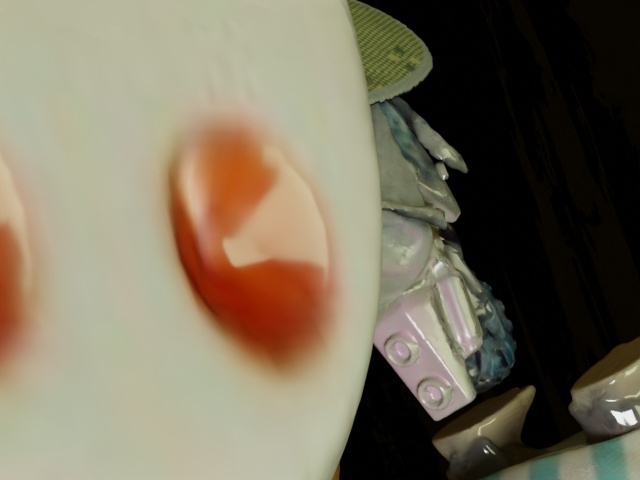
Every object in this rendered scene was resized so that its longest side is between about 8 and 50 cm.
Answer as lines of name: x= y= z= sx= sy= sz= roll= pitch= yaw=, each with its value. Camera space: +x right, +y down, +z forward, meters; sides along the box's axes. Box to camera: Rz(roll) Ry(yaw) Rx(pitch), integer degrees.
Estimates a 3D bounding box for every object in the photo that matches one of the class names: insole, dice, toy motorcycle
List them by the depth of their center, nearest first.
dice: x=-0.172 y=-0.020 z=0.531 sx=0.277 sy=0.304 sz=0.304 roll=4 pitch=70 yaw=-49
insole: x=-0.062 y=-0.105 z=0.870 sx=0.322 sy=0.007 sz=0.109 roll=-3 pitch=46 yaw=-39
toy motorcycle: x=-0.004 y=0.003 z=0.886 sx=0.239 sy=0.108 sz=0.204 roll=42 pitch=35 yaw=8

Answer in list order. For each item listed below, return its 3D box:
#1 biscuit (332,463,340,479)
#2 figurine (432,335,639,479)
biscuit: x=-0.064 y=0.140 z=0.748 sx=0.208 sy=0.041 sz=0.290 roll=7 pitch=79 yaw=-38
figurine: x=0.102 y=0.268 z=0.768 sx=0.377 sy=0.266 sz=0.361 roll=-18 pitch=82 yaw=-52
